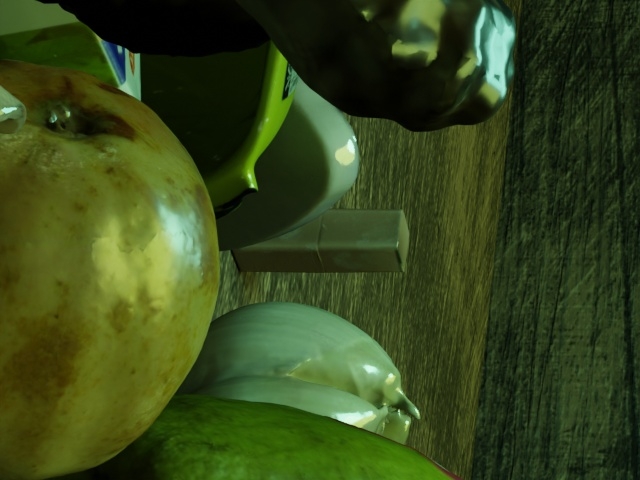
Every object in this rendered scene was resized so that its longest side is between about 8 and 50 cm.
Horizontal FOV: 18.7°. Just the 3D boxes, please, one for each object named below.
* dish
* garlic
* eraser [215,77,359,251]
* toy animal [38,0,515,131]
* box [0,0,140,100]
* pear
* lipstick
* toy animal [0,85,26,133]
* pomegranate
[{"bbox_3d":[-0.074,-0.154,1.161,0.108,0.221,0.262,-11,111,-55],"label":"dish"},{"bbox_3d":[-0.027,0.145,1.445,0.184,0.203,0.281,67,23,-17],"label":"garlic"},{"bbox_3d":[-0.068,-0.073,1.273,0.059,0.243,0.204,-18,112,-34],"label":"eraser"},{"bbox_3d":[-0.110,-0.142,0.595,0.344,0.302,0.194,4,123,-47],"label":"toy animal"},{"bbox_3d":[-0.174,-0.210,0.941,0.299,0.106,0.200,72,11,-56],"label":"box"},{"bbox_3d":[-0.049,0.222,1.169,0.375,0.287,0.287,37,50,-42],"label":"pear"},{"bbox_3d":[0.000,0.000,1.660,0.045,0.145,0.045,72,22,-51],"label":"lipstick"},{"bbox_3d":[-0.218,-0.056,0.716,0.250,0.154,0.166,-73,150,-59],"label":"toy animal"},{"bbox_3d":[-0.144,0.014,0.916,0.207,0.207,0.207,0,90,-77],"label":"pomegranate"}]
